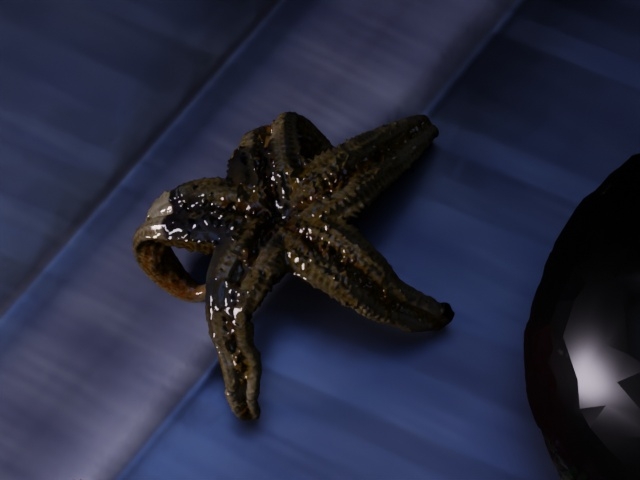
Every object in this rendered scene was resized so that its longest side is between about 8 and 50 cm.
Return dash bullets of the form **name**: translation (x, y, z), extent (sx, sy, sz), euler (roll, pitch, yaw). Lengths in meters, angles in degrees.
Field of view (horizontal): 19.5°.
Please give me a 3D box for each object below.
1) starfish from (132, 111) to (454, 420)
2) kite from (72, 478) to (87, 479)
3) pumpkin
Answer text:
- **starfish**: translation (0.001, 0.000, 0.993), extent (0.190, 0.074, 0.146), euler (-37, 67, -13)
- **kite**: translation (-0.132, 0.280, 0.924), extent (0.377, 0.013, 0.327), euler (17, 72, 7)
- **pumpkin**: translation (0.213, 0.055, 0.916), extent (0.233, 0.163, 0.233), euler (0, 71, -1)
